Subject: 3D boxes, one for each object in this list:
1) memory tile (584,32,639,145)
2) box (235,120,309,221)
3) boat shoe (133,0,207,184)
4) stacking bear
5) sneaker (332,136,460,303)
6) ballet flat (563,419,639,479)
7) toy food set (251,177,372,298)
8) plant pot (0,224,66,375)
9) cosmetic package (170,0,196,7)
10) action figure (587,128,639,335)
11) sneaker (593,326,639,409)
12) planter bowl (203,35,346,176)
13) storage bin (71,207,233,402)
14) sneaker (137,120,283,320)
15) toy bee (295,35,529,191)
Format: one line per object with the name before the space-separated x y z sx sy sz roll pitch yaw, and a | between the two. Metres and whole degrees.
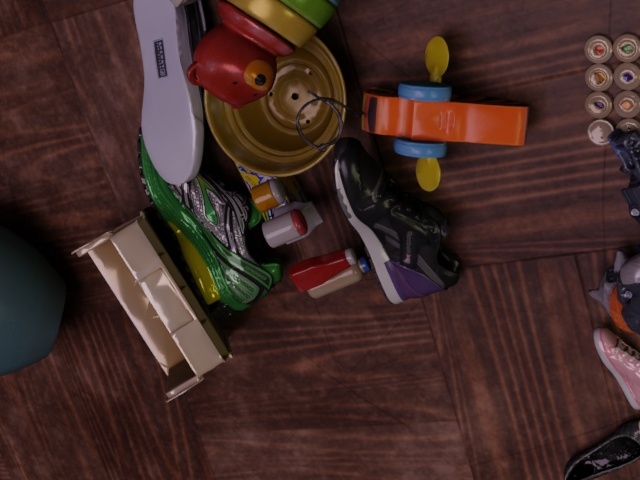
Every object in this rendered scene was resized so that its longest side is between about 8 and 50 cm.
memory tile | 0.394 -0.192 1.487 0.113 0.012 0.148 4 114 27
box | -0.079 -0.099 1.748 0.054 0.059 0.169 -23 100 29
boat shoe | -0.202 -0.236 1.705 0.108 0.102 0.301 -4 96 37
stacking bear | -0.061 -0.307 1.518 0.164 0.175 0.289 38 96 39
sneaker | 0.115 -0.040 1.637 0.124 0.107 0.283 -13 127 22
ballet flat | 0.423 0.311 1.676 0.057 0.049 0.173 48 125 0
toy food set | 0.000 0.000 1.673 0.104 0.111 0.232 -23 127 15
plant pot | -0.548 0.114 1.989 0.195 0.290 0.290 15 125 -20
cosmetic package | -0.221 -0.482 1.597 0.296 0.153 0.129 49 123 -1
action figure | 0.444 0.023 1.435 0.341 0.178 0.330 55 153 -2
sneaker | 0.436 0.167 1.605 0.070 0.051 0.134 -27 101 32
planter bowl | -0.050 -0.203 1.657 0.217 0.090 0.217 4 101 20
storage bin | -0.257 0.093 1.803 0.123 0.260 0.262 -31 96 -4
sneaker | -0.169 -0.059 1.794 0.146 0.134 0.344 -27 94 8
toy bee | 0.120 -0.182 1.556 0.298 0.162 0.195 22 102 -14
